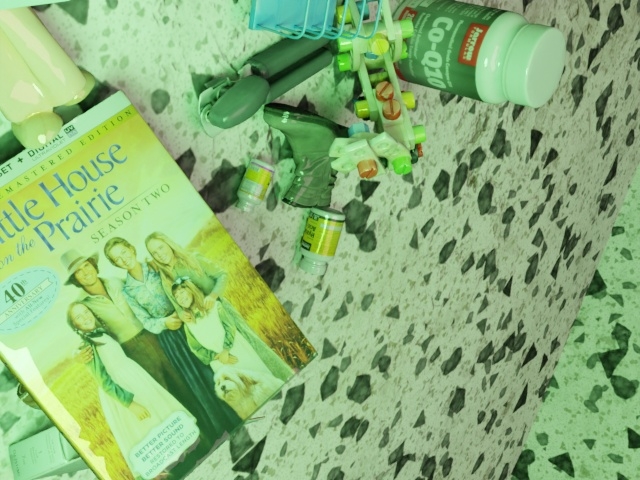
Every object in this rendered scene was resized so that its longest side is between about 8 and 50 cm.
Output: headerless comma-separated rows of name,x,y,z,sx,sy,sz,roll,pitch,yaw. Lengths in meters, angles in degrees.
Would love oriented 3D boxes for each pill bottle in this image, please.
pill bottle,0.272,-0.333,1.443,0.161,0.283,0.161,-28,130,-41
pill bottle,-0.106,-0.086,1.302,0.043,0.043,0.083,22,92,-55
pill bottle,0.000,0.000,1.469,0.065,0.065,0.116,1,108,-52

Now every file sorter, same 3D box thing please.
file sorter,0.000,-0.349,1.165,0.170,0.104,0.118,-16,124,-47

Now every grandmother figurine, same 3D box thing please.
grandmother figurine,-0.358,-0.263,0.833,0.342,0.104,0.208,62,39,-50

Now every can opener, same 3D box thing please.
can opener,-0.067,-0.237,1.223,0.283,0.095,0.076,-38,137,-33

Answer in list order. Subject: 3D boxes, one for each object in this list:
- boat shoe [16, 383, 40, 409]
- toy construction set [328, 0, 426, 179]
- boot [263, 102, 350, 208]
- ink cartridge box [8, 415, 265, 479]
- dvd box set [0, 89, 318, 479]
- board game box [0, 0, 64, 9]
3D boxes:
boat shoe,-0.320,0.058,1.064,0.116,0.123,0.324,30,80,-27
toy construction set,0.095,-0.230,1.299,0.215,0.151,0.328,83,9,-66
boot,-0.026,-0.128,1.347,0.246,0.083,0.161,9,103,-58
ink cartridge box,-0.256,0.272,1.164,0.275,0.239,0.060,5,63,-53
dvd box set,-0.236,0.071,0.985,0.307,0.062,0.420,-39,99,-26
board game box,-0.292,-0.405,0.751,0.224,0.097,0.303,-82,163,-47
